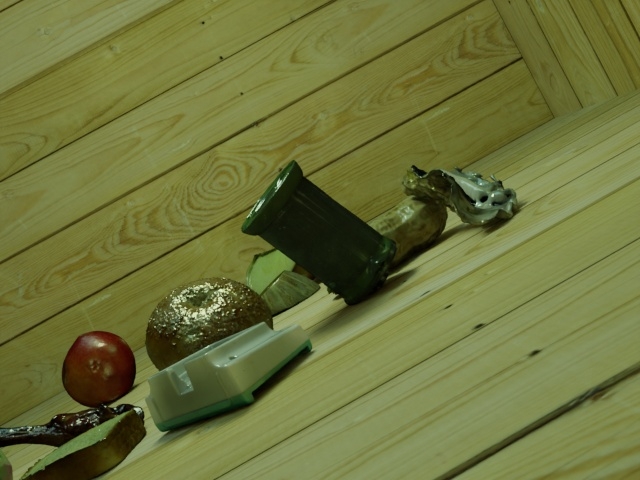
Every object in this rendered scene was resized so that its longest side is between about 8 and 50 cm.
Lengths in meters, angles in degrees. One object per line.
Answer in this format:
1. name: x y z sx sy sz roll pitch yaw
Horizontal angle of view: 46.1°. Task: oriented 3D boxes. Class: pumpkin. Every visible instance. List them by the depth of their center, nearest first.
1. pumpkin: -0.118 0.157 2.328 0.217 0.110 0.217 -32 8 5

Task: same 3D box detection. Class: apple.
1. apple: -0.107 0.092 2.547 0.346 0.179 0.254 -22 20 50

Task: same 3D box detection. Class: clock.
1. clock: -0.183 0.244 1.441 0.262 0.116 0.231 -25 4 38

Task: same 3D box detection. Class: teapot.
1. teapot: 0.000 0.000 1.740 0.200 0.337 0.270 -57 11 -18

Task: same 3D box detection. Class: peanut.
1. peanut: 0.209 -0.019 1.949 0.325 0.140 0.153 -34 22 -36

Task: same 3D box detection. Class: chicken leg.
1. chicken leg: -0.561 0.425 1.672 0.407 0.095 0.158 -11 -15 18

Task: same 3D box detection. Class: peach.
1. peach: -0.701 0.401 2.375 0.243 0.243 0.199 -29 -3 3

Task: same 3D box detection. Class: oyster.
1. oyster: 0.326 -0.115 1.828 0.238 0.114 0.351 1 14 -39

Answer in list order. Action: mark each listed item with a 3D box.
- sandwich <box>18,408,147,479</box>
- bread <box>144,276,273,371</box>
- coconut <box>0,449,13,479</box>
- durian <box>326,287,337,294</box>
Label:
1. sandwich: -0.465 0.424 1.481 0.215 0.065 0.186 -28 4 7
2. bread: -0.260 0.192 1.742 0.306 0.158 0.305 -10 30 6
3. coconut: -0.757 0.502 1.550 0.204 0.236 0.236 -42 5 -8
4. durian: 0.065 0.097 1.958 0.187 0.119 0.108 -30 -36 -83
